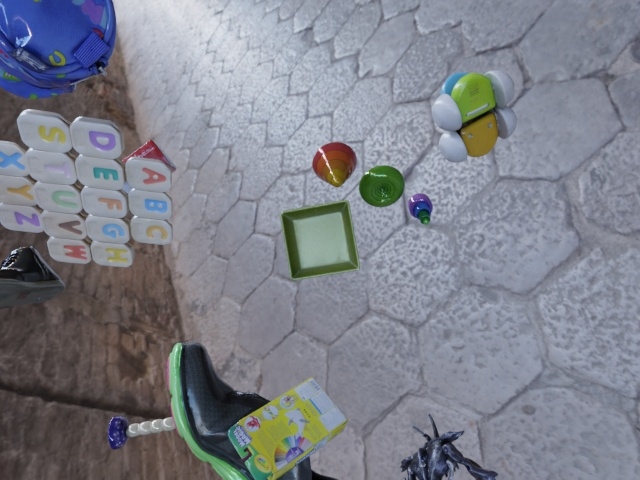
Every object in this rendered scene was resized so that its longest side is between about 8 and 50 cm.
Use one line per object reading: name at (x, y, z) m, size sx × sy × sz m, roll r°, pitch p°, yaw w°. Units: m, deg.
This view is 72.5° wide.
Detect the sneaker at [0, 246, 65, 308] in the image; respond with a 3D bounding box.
sneaker at (-0.651, 0.071, 0.900) m, size 0.083 × 0.222 × 0.118 m, roll -41°, pitch 79°, yaw 2°

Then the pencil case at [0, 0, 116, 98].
pencil case at (-0.328, -0.237, 0.513) m, size 0.119 × 0.133 × 0.306 m, roll -48°, pitch 34°, yaw -20°

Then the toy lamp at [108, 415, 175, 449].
toy lamp at (-0.322, 0.411, 0.983) m, size 0.275 × 0.080 × 0.080 m, roll -6°, pitch 49°, yaw -4°

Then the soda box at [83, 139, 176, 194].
soda box at (-0.552, -0.170, 1.252) m, size 0.263 × 0.092 × 0.083 m, roll -36°, pitch -1°, yaw -3°

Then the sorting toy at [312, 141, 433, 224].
sorting toy at (0.149, -0.126, 1.150) m, size 0.127 × 0.366 × 0.126 m, roll -57°, pitch 20°, yaw 30°

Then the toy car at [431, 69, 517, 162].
toy car at (0.303, -0.265, 0.901) m, size 0.159 × 0.182 × 0.136 m, roll -27°, pitch 41°, yaw 2°

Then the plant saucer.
plant saucer at (0.000, 0.000, 1.164) m, size 0.189 × 0.045 × 0.188 m, roll -10°, pitch 88°, yaw 7°

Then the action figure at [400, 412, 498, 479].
action figure at (0.227, 0.452, 0.760) m, size 0.164 × 0.141 × 0.275 m, roll -42°, pitch 21°, yaw 24°

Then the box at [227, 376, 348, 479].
box at (-0.055, 0.316, 0.727) m, size 0.105 × 0.179 × 0.043 m, roll 43°, pitch 135°, yaw 33°

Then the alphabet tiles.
alphabet tiles at (-0.386, -0.068, 0.708) m, size 0.021 × 0.278 × 0.284 m, roll -96°, pitch 16°, yaw -50°

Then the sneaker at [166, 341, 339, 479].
sneaker at (-0.124, 0.377, 0.862) m, size 0.202 × 0.482 × 0.185 m, roll -36°, pitch 11°, yaw -8°
